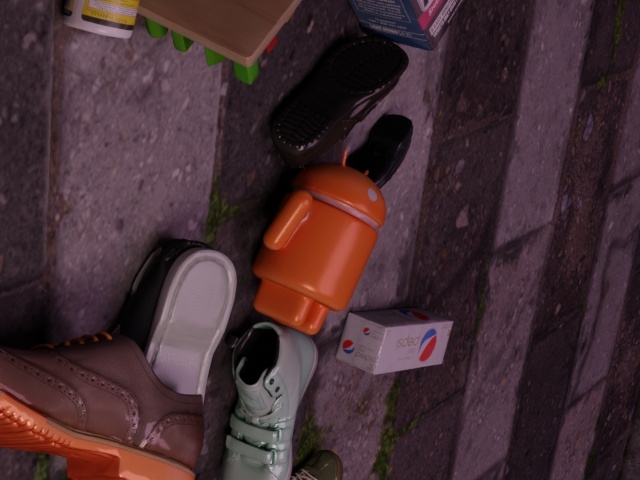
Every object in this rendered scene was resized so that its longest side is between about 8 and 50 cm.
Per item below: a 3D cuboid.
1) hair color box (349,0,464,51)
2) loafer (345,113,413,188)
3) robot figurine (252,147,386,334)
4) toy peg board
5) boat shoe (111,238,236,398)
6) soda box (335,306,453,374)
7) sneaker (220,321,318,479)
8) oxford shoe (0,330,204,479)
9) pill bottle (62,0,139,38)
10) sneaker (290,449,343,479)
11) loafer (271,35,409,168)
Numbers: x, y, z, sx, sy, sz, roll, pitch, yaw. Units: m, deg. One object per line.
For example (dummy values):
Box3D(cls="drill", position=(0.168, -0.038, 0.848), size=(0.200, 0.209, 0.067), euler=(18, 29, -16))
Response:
Box3D(cls="hair color box", position=(0.079, -0.391, 1.448), size=(0.174, 0.105, 0.347), euler=(-61, 148, -16))
Box3D(cls="loafer", position=(0.072, -0.090, 1.661), size=(0.170, 0.062, 0.061), euler=(-49, 149, -29))
Box3D(cls="robot figurine", position=(0.000, 0.000, 1.530), size=(0.158, 0.128, 0.219), euler=(27, 83, -21))
Box3D(cls="toy peg board", position=(-0.091, -0.242, 1.228), size=(0.160, 0.161, 0.079), euler=(-56, 165, -23))
Box3D(cls="boat shoe", position=(-0.180, 0.144, 1.361), size=(0.114, 0.091, 0.302), euler=(28, 86, -35))
Box3D(cls="soda box", position=(0.112, 0.144, 1.855), size=(0.216, 0.069, 0.074), euler=(1, 107, -59))
Box3D(cls="sneaker", position=(-0.088, 0.220, 1.553), size=(0.151, 0.094, 0.256), euler=(39, 64, -64))
Box3D(cls="oxford shoe", position=(-0.252, 0.137, 1.199), size=(0.364, 0.130, 0.132), euler=(37, 59, -43))
Box3D(cls="pill bottle", position=(-0.190, -0.245, 1.142), size=(0.065, 0.065, 0.116), euler=(-4, 111, -57))
Box3D(cls="sneaker", position=(-0.036, 0.363, 1.749), size=(0.192, 0.064, 0.086), euler=(-54, 151, -19))
Box3D(cls="loafer", position=(0.018, -0.166, 1.528), size=(0.220, 0.080, 0.078), euler=(-40, 163, -25))
